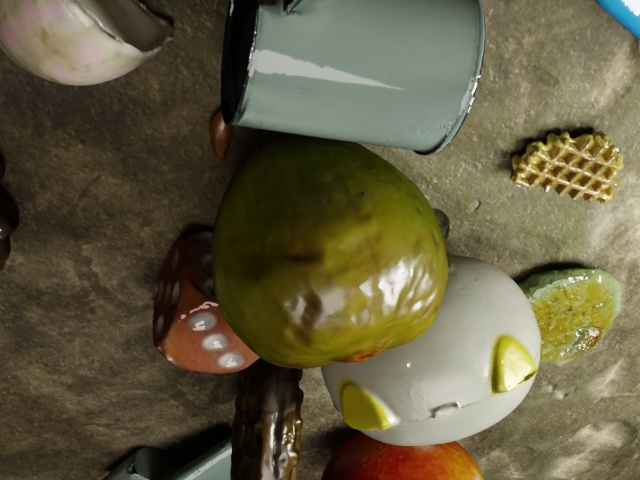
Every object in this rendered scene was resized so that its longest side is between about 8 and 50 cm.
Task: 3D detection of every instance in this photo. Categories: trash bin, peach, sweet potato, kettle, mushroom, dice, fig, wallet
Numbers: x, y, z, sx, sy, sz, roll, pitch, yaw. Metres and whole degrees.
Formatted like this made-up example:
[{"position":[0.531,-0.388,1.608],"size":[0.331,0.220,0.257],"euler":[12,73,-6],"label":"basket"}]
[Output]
[{"position":[0.029,-0.226,0.823],"size":[0.263,0.217,0.277],"euler":[6,167,-16],"label":"trash bin"},{"position":[0.178,0.599,1.583],"size":[0.388,0.388,0.388],"euler":[-6,135,-6],"label":"peach"},{"position":[-0.144,-0.153,0.994],"size":[0.034,0.034,0.095],"euler":[0,133,-12],"label":"sweet potato"},{"position":[-0.420,0.555,1.602],"size":[0.127,0.098,0.148],"euler":[32,118,-29],"label":"kettle"},{"position":[-0.310,-0.244,0.777],"size":[0.173,0.162,0.236],"euler":[-33,130,18],"label":"mushroom"},{"position":[-0.171,0.100,1.143],"size":[0.174,0.175,0.179],"euler":[16,126,-25],"label":"dice"},{"position":[0.003,0.007,0.973],"size":[0.343,0.343,0.343],"euler":[-6,135,-6],"label":"fig"},{"position":[-0.264,0.561,1.603],"size":[0.360,0.083,0.252],"euler":[-33,148,2],"label":"wallet"}]

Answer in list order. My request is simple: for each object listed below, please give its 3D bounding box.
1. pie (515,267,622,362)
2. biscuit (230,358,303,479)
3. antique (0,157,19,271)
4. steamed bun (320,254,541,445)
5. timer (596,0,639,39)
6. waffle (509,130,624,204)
[{"position":[0.476,0.148,1.396],"size":[0.277,0.078,0.277],"euler":[-6,130,-7],"label":"pie"},{"position":[-0.105,0.346,1.298],"size":[0.103,0.332,0.332],"euler":[7,133,-11],"label":"biscuit"},{"position":[-0.499,-0.052,0.949],"size":[0.121,0.143,0.257],"euler":[-4,137,-10],"label":"antique"},{"position":[0.183,0.183,1.186],"size":[0.374,0.334,0.334],"euler":[-22,135,8],"label":"steamed bun"},{"position":[0.491,-0.381,0.834],"size":[0.340,0.115,0.309],"euler":[23,125,-30],"label":"timer"},{"position":[0.404,-0.111,1.136],"size":[0.192,0.046,0.160],"euler":[-12,135,2],"label":"waffle"}]
